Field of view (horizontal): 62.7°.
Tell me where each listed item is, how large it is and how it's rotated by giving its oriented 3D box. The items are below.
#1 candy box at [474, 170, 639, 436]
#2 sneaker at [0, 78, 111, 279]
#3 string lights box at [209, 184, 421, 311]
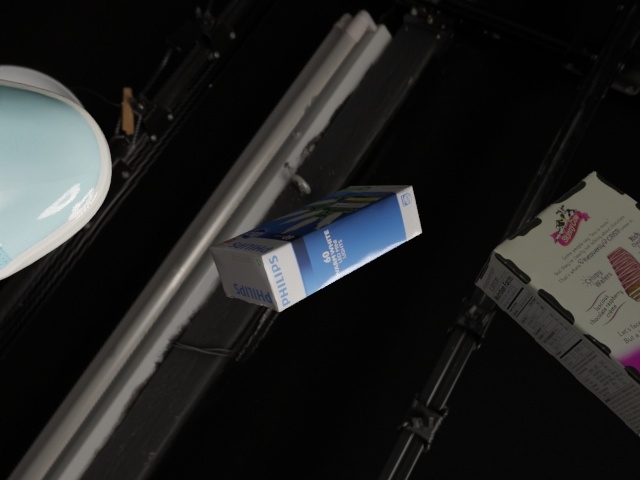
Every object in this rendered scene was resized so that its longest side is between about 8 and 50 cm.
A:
[{"bbox_3d":[0.287,0.062,0.483,0.159,0.071,0.233,-33,-116,-21],"label":"candy box"},{"bbox_3d":[-0.259,-0.009,0.200,0.366,0.150,0.135,-17,-80,-32],"label":"sneaker"},{"bbox_3d":[0.000,0.000,0.715,0.260,0.133,0.076,-26,-71,-34],"label":"string lights box"}]
